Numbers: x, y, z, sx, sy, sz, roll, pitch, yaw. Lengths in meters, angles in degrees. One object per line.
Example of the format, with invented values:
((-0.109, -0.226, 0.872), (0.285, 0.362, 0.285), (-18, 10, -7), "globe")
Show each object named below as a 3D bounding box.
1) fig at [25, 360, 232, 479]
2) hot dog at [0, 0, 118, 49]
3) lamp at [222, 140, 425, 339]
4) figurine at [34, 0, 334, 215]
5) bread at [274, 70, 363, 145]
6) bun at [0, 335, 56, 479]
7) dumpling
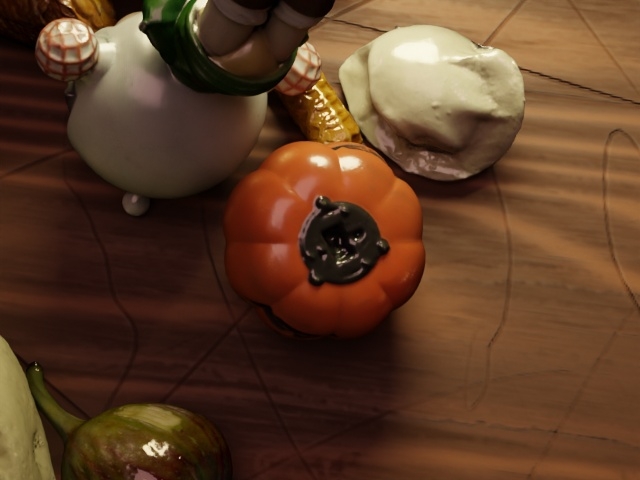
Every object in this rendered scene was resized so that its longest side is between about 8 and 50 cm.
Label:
((-0.194, 0.181, 1.286), (0.245, 0.149, 0.149), (34, 77, 23), "fig")
((-0.298, -0.246, 1.399), (0.227, 0.160, 0.099), (19, 79, 3), "hot dog")
((0.000, 0.000, 1.312), (0.188, 0.164, 0.187), (0, 91, -15), "lamp")
((-0.108, -0.152, 1.279), (0.281, 0.370, 0.167), (1, 66, -32), "figurine")
((-0.012, -0.143, 1.413), (0.052, 0.044, 0.157), (-28, 75, -12), "bread")
((-0.398, 0.218, 1.217), (0.326, 0.234, 0.362), (43, 93, 14), "bun")
((0.104, -0.134, 1.387), (0.177, 0.092, 0.150), (5, 87, -1), "dumpling")
